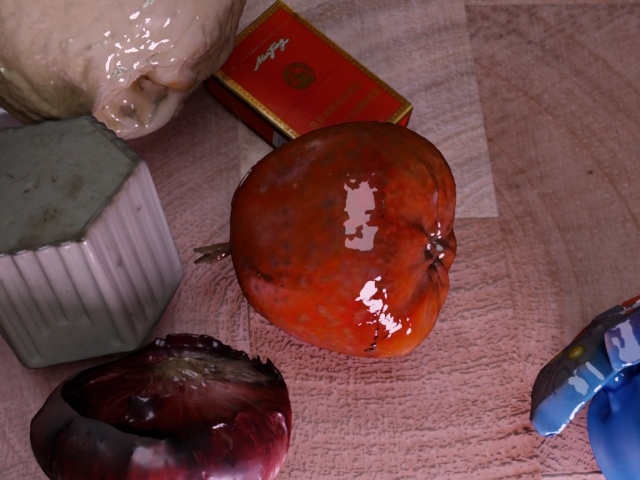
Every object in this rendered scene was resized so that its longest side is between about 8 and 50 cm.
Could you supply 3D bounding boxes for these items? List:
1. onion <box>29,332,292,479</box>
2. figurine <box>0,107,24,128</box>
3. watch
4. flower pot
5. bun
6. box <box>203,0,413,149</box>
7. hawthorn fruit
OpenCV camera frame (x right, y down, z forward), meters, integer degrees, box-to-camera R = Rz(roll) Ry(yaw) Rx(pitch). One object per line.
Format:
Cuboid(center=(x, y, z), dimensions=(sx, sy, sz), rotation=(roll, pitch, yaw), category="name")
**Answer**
Cuboid(center=(-0.164, 0.222, 1.055), dimensions=(0.272, 0.272, 0.195), rotation=(-3, 109, -7), category="onion")
Cuboid(center=(-0.463, -0.234, 1.249), dimensions=(0.249, 0.141, 0.167), rotation=(3, 65, -4), category="figurine")
Cuboid(center=(0.399, 0.198, 1.112), dimensions=(0.305, 0.241, 0.275), rotation=(-28, 86, -16), category="watch")
Cuboid(center=(-0.285, 0.000, 1.099), dimensions=(0.239, 0.190, 0.209), rotation=(-11, 46, 2), category="flower pot")
Cuboid(center=(-0.233, -0.258, 1.161), dimensions=(0.352, 0.349, 0.227), rotation=(-33, 71, -7), category="bun")
Cuboid(center=(-0.018, -0.188, 1.312), dimensions=(0.240, 0.074, 0.153), rotation=(40, 73, 11), category="box")
Cuboid(center=(0.000, 0.000, 1.138), dimensions=(0.307, 0.276, 0.276), rotation=(0, 66, 12), category="hawthorn fruit")
